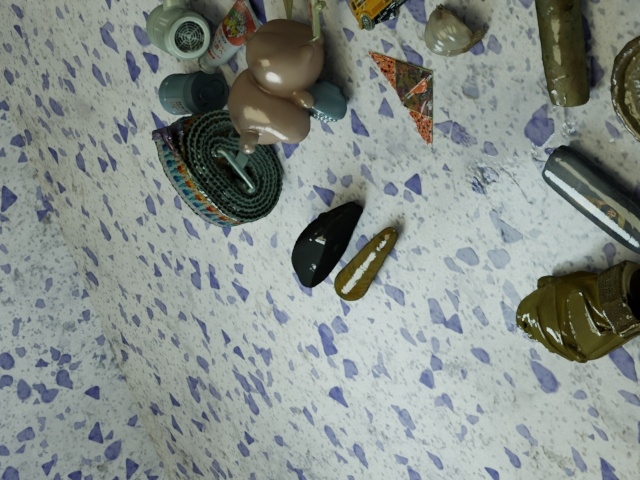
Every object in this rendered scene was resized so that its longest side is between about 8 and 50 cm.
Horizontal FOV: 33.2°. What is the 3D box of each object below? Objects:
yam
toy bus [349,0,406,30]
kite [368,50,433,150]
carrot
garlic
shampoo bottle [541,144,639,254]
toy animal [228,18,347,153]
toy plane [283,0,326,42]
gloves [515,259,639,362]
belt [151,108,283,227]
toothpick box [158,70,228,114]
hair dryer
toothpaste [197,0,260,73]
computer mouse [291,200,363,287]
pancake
[{"bbox_3d":[0.347,-0.341,1.564,0.071,0.067,0.317,11,125,41],"label":"yam"},{"bbox_3d":[0.116,-0.422,1.828,0.074,0.069,0.162,61,150,1],"label":"toy bus"},{"bbox_3d":[0.171,-0.278,1.935,0.222,0.008,0.125,57,147,3],"label":"kite"},{"bbox_3d":[0.108,0.038,2.239,0.078,0.078,0.298,52,145,12],"label":"carrot"},{"bbox_3d":[0.208,-0.341,1.761,0.094,0.074,0.113,47,164,2],"label":"garlic"},{"bbox_3d":[0.450,-0.055,1.677,0.233,0.049,0.087,44,148,24],"label":"shampoo bottle"},{"bbox_3d":[-0.084,-0.305,2.086,0.229,0.210,0.221,-13,118,22],"label":"toy animal"},{"bbox_3d":[-0.031,-0.490,1.946,0.256,0.104,0.242,-16,96,57],"label":"toy plane"},{"bbox_3d":[0.425,0.125,1.780,0.154,0.141,0.331,58,149,-1],"label":"gloves"},{"bbox_3d":[-0.217,-0.168,2.375,0.295,0.207,0.160,55,152,-17],"label":"belt"},{"bbox_3d":[-0.292,-0.336,2.459,0.153,0.101,0.101,9,123,54],"label":"toothpick box"},{"bbox_3d":[-0.318,-0.572,2.294,0.173,0.107,0.357,-145,47,-60],"label":"hair dryer"},{"bbox_3d":[-0.192,-0.434,2.287,0.234,0.057,0.089,-36,75,52],"label":"toothpaste"},{"bbox_3d":[0.000,0.000,2.289,0.086,0.137,0.270,41,147,12],"label":"computer mouse"},{"bbox_3d":[0.492,-0.206,1.517,0.199,0.021,0.199,35,142,33],"label":"pancake"}]
